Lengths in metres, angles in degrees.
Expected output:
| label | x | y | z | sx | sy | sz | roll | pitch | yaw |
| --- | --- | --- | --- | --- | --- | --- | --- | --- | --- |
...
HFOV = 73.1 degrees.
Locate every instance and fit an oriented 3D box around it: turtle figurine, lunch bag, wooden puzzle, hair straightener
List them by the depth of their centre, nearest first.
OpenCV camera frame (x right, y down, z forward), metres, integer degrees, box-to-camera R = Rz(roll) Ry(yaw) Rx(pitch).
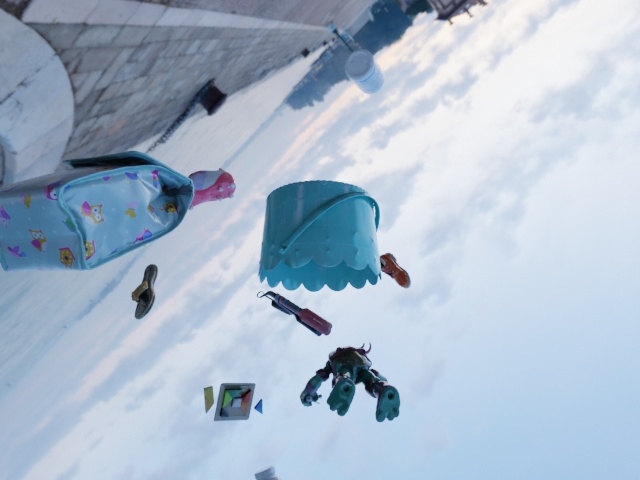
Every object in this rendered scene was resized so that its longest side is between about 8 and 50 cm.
| label | x | y | z | sx | sy | sz | roll | pitch | yaw |
| --- | --- | --- | --- | --- | --- | --- | --- | --- | --- |
| lunch bag | -0.376 | -0.060 | 0.733 | 0.223 | 0.160 | 0.262 | -1 | -157 | 27 |
| turtle figurine | 0.048 | 0.247 | 0.769 | 0.175 | 0.118 | 0.234 | -5 | 177 | -10 |
| wooden puzzle | -0.154 | 0.291 | 0.775 | 0.014 | 0.116 | 0.079 | 16 | -79 | 59 |
| hair straightener | -0.081 | 0.201 | 1.189 | 0.089 | 0.230 | 0.047 | -27 | -143 | 56 |

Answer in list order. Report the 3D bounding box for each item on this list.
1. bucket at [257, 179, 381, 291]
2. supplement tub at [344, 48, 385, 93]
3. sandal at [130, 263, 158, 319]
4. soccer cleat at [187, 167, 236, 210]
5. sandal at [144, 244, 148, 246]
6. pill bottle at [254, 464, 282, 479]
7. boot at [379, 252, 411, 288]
| label | x | y | z | sx | sy | sz | roll | pitch | yaw |
| --- | --- | --- | --- | --- | --- | --- | --- | --- | --- |
| bucket | 0.000 | 0.000 | 0.934 | 0.281 | 0.281 | 0.183 | -23 | -118 | 54 |
| supplement tub | 0.104 | -0.388 | 0.998 | 0.071 | 0.071 | 0.107 | -41 | 166 | 18 |
| sandal | -0.475 | 0.132 | 1.152 | 0.072 | 0.049 | 0.180 | -34 | -137 | 26 |
| soccer cleat | -0.332 | -0.130 | 1.091 | 0.248 | 0.095 | 0.083 | -18 | 141 | -34 |
| sandal | -0.560 | -0.079 | 1.097 | 0.138 | 0.126 | 0.317 | -22 | -137 | -32 |
| pill bottle | -0.147 | 0.783 | 1.321 | 0.087 | 0.160 | 0.087 | -20 | 162 | -7 |
| boot | 0.257 | 0.114 | 1.555 | 0.084 | 0.158 | 0.059 | -7 | 140 | -44 |
